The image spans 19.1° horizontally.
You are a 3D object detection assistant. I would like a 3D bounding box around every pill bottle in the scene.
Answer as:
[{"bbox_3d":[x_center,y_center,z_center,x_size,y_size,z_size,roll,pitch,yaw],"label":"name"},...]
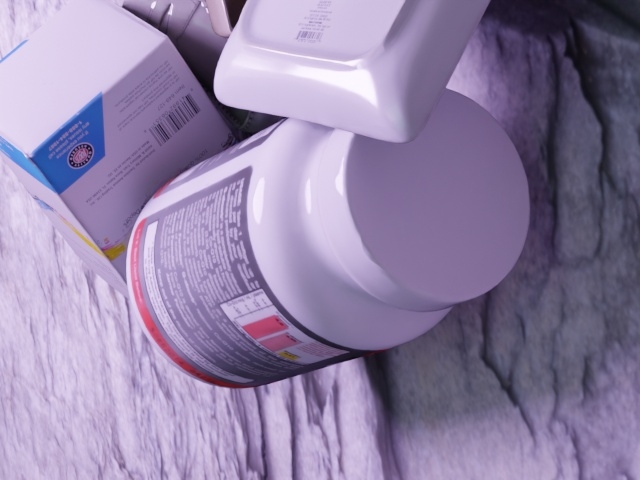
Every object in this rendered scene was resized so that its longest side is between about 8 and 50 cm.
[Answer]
[{"bbox_3d":[0.000,0.000,1.593,0.363,0.210,0.210,-21,83,58],"label":"pill bottle"}]

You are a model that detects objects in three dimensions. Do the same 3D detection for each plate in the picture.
[{"bbox_3d":[0.039,-0.219,1.466,0.277,0.045,0.278,18,78,53],"label":"plate"}]

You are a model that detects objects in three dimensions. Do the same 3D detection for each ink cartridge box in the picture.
[{"bbox_3d":[-0.190,-0.082,1.807,0.168,0.171,0.233,34,162,49],"label":"ink cartridge box"}]

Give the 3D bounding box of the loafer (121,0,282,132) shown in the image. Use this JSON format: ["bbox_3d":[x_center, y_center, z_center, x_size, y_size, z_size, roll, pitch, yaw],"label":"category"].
[{"bbox_3d":[-0.137,-0.220,1.816,0.319,0.111,0.112,54,141,31],"label":"loafer"}]

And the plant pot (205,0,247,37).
[{"bbox_3d":[-0.058,-0.235,1.705,0.096,0.109,0.109,161,95,-68],"label":"plant pot"}]
